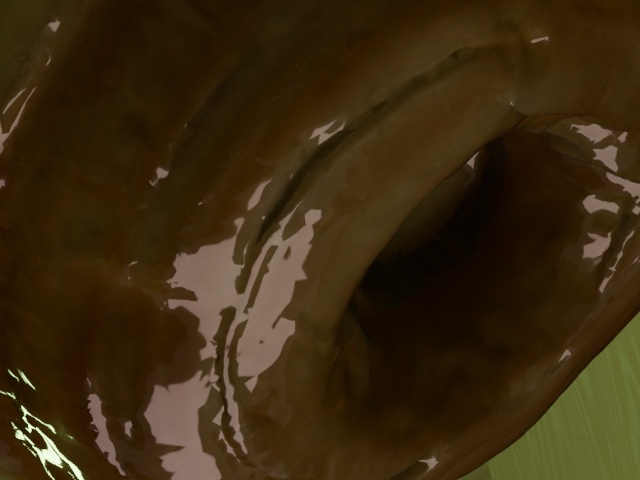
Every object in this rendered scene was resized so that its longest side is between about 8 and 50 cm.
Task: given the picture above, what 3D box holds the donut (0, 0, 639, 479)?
[{"bbox_3d":[0.020,-0.038,0.669,0.449,0.198,0.449,-27,142,-23],"label":"donut"}]
